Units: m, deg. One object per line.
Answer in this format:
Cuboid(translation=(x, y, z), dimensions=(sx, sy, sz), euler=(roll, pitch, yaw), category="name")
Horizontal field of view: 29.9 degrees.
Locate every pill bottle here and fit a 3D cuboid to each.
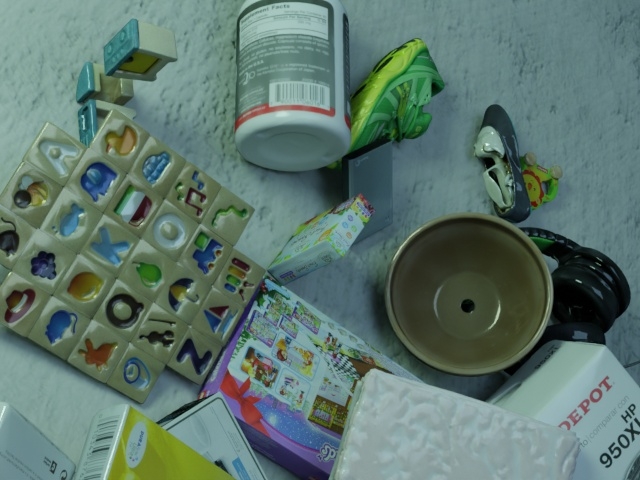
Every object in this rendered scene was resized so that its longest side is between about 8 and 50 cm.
Cuboid(translation=(-0.039, -0.255, 1.681), dimensions=(0.161, 0.161, 0.283), euler=(14, 63, -32), category="pill bottle")

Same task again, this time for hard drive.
Cuboid(translation=(0.068, -0.072, 1.727), dimensions=(0.094, 0.022, 0.135), euler=(-28, 127, -40), category="hard drive")

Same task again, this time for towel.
Cuboid(translation=(0.148, 0.357, 1.491), dimensions=(0.317, 0.053, 0.331), euler=(20, 81, -16), category="towel")

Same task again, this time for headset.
Cuboid(translation=(0.392, 0.144, 1.888), dimensions=(0.394, 0.185, 0.243), euler=(28, 60, -7), category="headset")

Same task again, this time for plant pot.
Cuboid(translation=(0.214, 0.086, 1.734), dimensions=(0.237, 0.110, 0.237), euler=(-2, 74, 6), category="plant pot")

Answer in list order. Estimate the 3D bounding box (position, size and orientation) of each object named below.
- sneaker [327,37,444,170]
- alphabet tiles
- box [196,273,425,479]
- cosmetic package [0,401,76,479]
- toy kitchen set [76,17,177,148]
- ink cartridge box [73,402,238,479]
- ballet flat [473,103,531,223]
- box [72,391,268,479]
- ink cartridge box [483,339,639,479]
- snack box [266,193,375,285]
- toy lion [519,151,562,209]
Cuboid(translation=(0.107, -0.195, 1.801), dimensions=(0.123, 0.109, 0.295), euler=(48, 52, -10), category="sneaker")
Cuboid(translation=(-0.233, 0.021, 1.443), dimensions=(0.342, 0.011, 0.285), euler=(36, 75, -27), category="alphabet tiles")
Cuboid(translation=(-0.007, 0.206, 1.583), dimensions=(0.293, 0.057, 0.201), euler=(36, 53, -21), category="box")
Cuboid(translation=(-0.395, 0.341, 1.121), dimensions=(0.155, 0.197, 0.365), euler=(62, 34, -50), category="cosmetic package")
Cuboid(translation=(-0.257, -0.144, 1.467), dimensions=(0.122, 0.166, 0.207), euler=(5, 69, -36), category="toy kitchen set")
Cuboid(translation=(-0.148, 0.374, 1.233), dimensions=(0.307, 0.072, 0.303), euler=(39, 43, -31), category="ink cartridge box")
Cuboid(translation=(0.288, -0.125, 1.936), dimensions=(0.074, 0.074, 0.203), euler=(-5, 77, -38), category="ballet flat")
Cuboid(translation=(-0.200, 0.316, 1.371), dimensions=(0.290, 0.087, 0.169), euler=(-28, 91, -40), category="box")
Cuboid(translation=(0.383, 0.376, 1.678), dimensions=(0.285, 0.166, 0.395), euler=(-42, 99, -15), category="ink cartridge box")
Cuboid(translation=(0.000, 0.000, 1.618), dimensions=(0.037, 0.141, 0.100), euler=(46, 51, -14), category="snack box")
Cuboid(translation=(0.356, -0.092, 2.000), dimensions=(0.100, 0.034, 0.096), euler=(21, 67, -29), category="toy lion")
